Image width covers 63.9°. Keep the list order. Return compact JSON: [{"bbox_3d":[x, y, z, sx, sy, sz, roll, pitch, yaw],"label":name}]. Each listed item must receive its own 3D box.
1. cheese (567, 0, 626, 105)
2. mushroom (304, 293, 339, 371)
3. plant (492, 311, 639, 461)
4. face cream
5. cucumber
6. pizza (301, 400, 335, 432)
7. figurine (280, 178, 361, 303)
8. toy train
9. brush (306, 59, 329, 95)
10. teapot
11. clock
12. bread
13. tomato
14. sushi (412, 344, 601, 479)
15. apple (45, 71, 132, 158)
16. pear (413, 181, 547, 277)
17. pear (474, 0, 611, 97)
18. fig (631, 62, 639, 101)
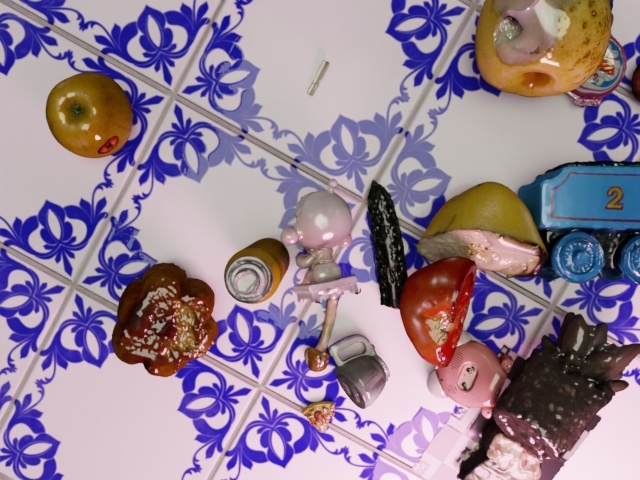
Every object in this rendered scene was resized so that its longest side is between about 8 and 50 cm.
[{"bbox_3d":[0.593,-0.417,1.120,0.155,0.062,0.244,4,94,2],"label":"cheese"},{"bbox_3d":[0.005,0.208,1.180,0.061,0.060,0.187,13,86,15],"label":"mushroom"},{"bbox_3d":[0.520,0.299,1.072,0.320,0.181,0.194,-42,66,-18],"label":"plant"},{"bbox_3d":[-0.123,0.057,1.019,0.105,0.349,0.105,0,94,1],"label":"face cream"},{"bbox_3d":[0.152,0.011,1.151,0.072,0.072,0.300,-8,94,1],"label":"cucumber"},{"bbox_3d":[0.003,0.417,1.206,0.083,0.025,0.078,-17,91,1],"label":"pizza"},{"bbox_3d":[0.000,0.000,1.096,0.182,0.144,0.257,-5,91,-17],"label":"figurine"},{"bbox_3d":[0.592,-0.037,1.090,0.300,0.188,0.265,1,90,2],"label":"toy train"},{"bbox_3d":[-0.005,-0.365,1.156,0.016,0.013,0.084,30,101,3],"label":"brush"},{"bbox_3d":[0.091,0.295,1.169,0.108,0.111,0.149,-30,61,-23],"label":"teapot"},{"bbox_3d":[0.329,0.295,1.149,0.162,0.093,0.166,22,95,21],"label":"clock"},{"bbox_3d":[-0.337,0.178,1.140,0.232,0.135,0.247,20,92,-14],"label":"bread"},{"bbox_3d":[0.237,0.135,1.076,0.139,0.200,0.233,19,105,25],"label":"tomato"},{"bbox_3d":[0.437,0.482,1.167,0.296,0.100,0.373,36,94,-2],"label":"sushi"},{"bbox_3d":[-0.493,-0.266,1.098,0.182,0.155,0.182,0,95,3],"label":"apple"},{"bbox_3d":[0.344,-0.039,1.086,0.267,0.267,0.178,13,75,0],"label":"pear"},{"bbox_3d":[0.442,-0.425,1.031,0.271,0.271,0.271,0,94,1],"label":"pear"},{"bbox_3d":[0.733,-0.350,1.094,0.128,0.150,0.128,-11,70,32],"label":"fig"}]
